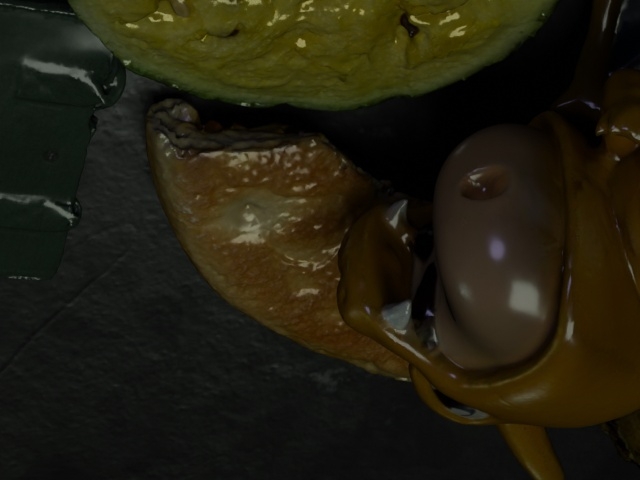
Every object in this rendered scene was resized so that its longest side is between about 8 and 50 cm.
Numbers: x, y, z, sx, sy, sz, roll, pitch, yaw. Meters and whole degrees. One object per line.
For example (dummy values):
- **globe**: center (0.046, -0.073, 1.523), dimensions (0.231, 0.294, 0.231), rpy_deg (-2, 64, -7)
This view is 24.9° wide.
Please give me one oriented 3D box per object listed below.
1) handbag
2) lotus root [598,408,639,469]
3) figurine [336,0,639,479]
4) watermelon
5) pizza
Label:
- **handbag**: center (-0.284, -0.086, 1.040), dimensions (0.260, 0.079, 0.247), rpy_deg (7, 124, -20)
- **lotus root**: center (0.350, 0.141, 1.337), dimensions (0.191, 0.094, 0.108), rpy_deg (-36, 159, 8)
- **figurine**: center (0.246, 0.024, 1.040), dimensions (0.387, 0.268, 0.401), rpy_deg (-30, 100, 33)
- **watermelon**: center (0.004, -0.236, 0.923), dimensions (0.331, 0.189, 0.331), rpy_deg (-3, 159, -1)
- **pizza**: center (0.000, 0.000, 1.167), dimensions (0.365, 0.074, 0.182), rpy_deg (36, 113, -30)
